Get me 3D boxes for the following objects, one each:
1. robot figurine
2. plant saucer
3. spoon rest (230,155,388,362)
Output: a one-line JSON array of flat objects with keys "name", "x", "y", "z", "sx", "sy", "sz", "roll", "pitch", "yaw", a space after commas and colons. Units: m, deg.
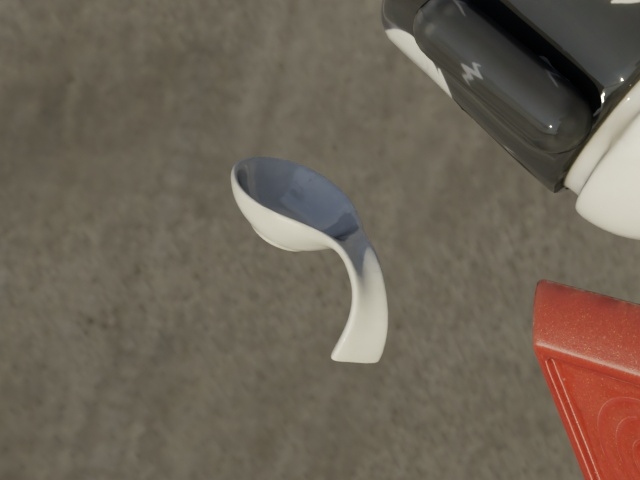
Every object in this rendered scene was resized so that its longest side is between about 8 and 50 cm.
[{"name": "robot figurine", "x": 0.149, "y": -0.128, "z": 1.109, "sx": 0.209, "sy": 0.173, "sz": 0.278, "roll": -43, "pitch": 78, "yaw": -11}, {"name": "plant saucer", "x": 0.269, "y": 0.167, "z": 1.473, "sx": 0.047, "sy": 0.258, "sz": 0.259, "roll": -36, "pitch": 27, "yaw": -25}, {"name": "spoon rest", "x": 0.000, "y": 0.000, "z": 1.985, "sx": 0.084, "sy": 0.137, "sz": 0.276, "roll": -61, "pitch": 41, "yaw": 31}]
